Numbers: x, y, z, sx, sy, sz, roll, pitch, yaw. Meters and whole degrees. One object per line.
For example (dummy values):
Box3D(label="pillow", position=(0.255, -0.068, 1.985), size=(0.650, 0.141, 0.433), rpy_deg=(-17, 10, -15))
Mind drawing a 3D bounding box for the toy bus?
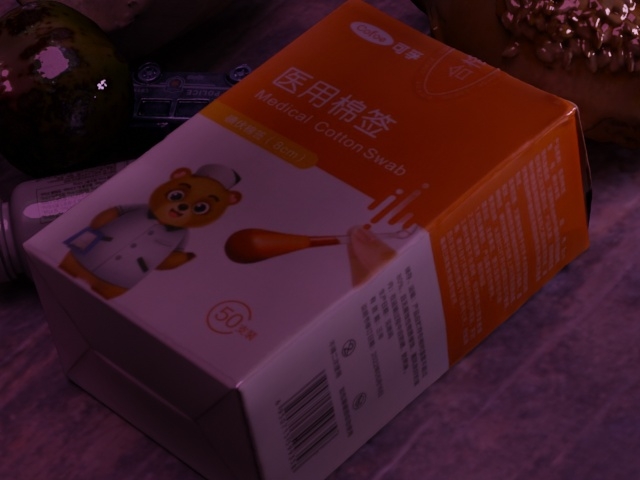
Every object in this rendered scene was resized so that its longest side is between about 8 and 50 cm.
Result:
Box3D(label="toy bus", position=(-0.098, -0.102, 1.570), size=(0.166, 0.047, 0.065), rpy_deg=(2, 49, 12))

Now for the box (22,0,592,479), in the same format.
Box3D(label="box", position=(0.000, 0.000, 1.381), size=(0.225, 0.143, 0.341), rpy_deg=(31, 56, 34))

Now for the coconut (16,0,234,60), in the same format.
Box3D(label="coconut", position=(-0.152, -0.273, 1.629), size=(0.227, 0.227, 0.230), rpy_deg=(7, 26, 18))

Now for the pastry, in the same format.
Box3D(label="pastry", position=(0.200, -0.207, 1.515), size=(0.255, 0.162, 0.311), rpy_deg=(-9, 41, -18))

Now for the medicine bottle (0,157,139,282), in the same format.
Box3D(label="medicine bottle", position=(-0.184, -0.011, 1.470), size=(0.140, 0.079, 0.079), rpy_deg=(-12, 44, -1))

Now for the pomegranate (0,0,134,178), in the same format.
Box3D(label="pomegranate", position=(-0.214, -0.115, 1.484), size=(0.125, 0.163, 0.138), rpy_deg=(-36, 66, 25))
